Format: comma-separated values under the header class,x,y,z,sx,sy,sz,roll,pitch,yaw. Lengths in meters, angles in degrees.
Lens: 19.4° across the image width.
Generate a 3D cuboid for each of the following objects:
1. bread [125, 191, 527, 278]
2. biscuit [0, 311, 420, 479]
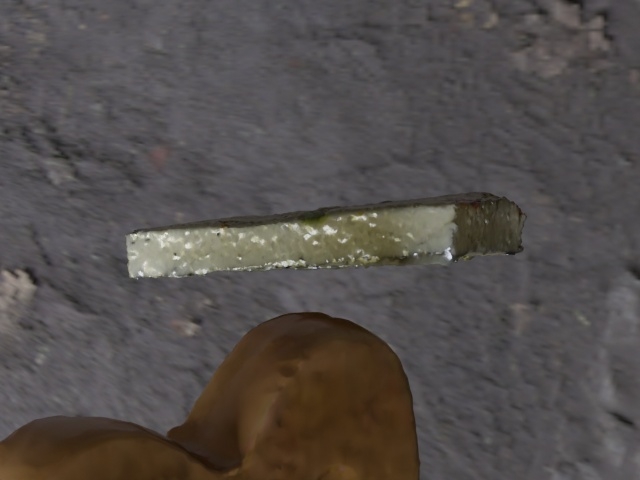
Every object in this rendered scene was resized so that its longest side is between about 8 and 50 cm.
class,x,y,z,sx,sy,sz,roll,pitch,yaw
bread,0.000,0.000,0.752,0.068,0.154,0.028,-5,90,-61
biscuit,-0.022,0.210,0.679,0.275,0.052,0.354,-26,112,-38
